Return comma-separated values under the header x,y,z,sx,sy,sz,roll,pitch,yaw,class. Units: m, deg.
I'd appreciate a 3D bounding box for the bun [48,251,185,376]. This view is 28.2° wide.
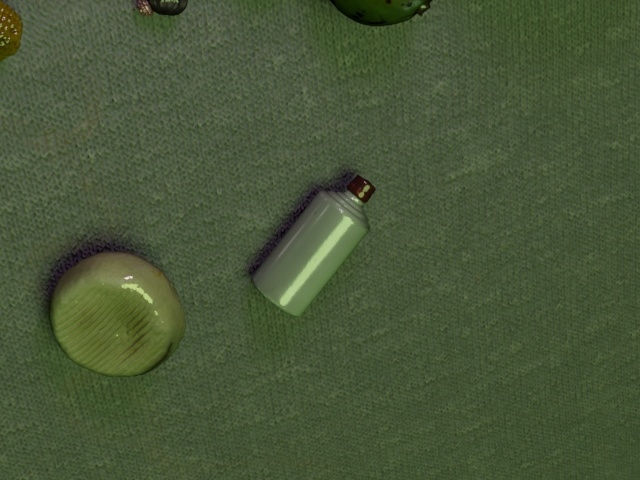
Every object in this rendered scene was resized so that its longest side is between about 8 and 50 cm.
x,y,z,sx,sy,sz,roll,pitch,yaw,class
-0.305,0.102,1.935,0.222,0.127,0.222,2,130,2,bun

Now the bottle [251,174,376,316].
x,y,z,sx,sy,sz,roll,pitch,yaw,class
0.000,0.000,2.046,0.104,0.104,0.245,34,97,-36,bottle

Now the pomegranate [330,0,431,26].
x,y,z,sx,sy,sz,roll,pitch,yaw,class
0.072,-0.421,1.825,0.202,0.202,0.248,-38,96,-5,pomegranate

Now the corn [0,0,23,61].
x,y,z,sx,sy,sz,roll,pitch,yaw,class
-0.487,-0.310,1.644,0.231,0.080,0.080,32,98,-34,corn

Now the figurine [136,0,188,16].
x,y,z,sx,sy,sz,roll,pitch,yaw,class
-0.214,-0.372,1.767,0.072,0.054,0.129,-2,114,-22,figurine
